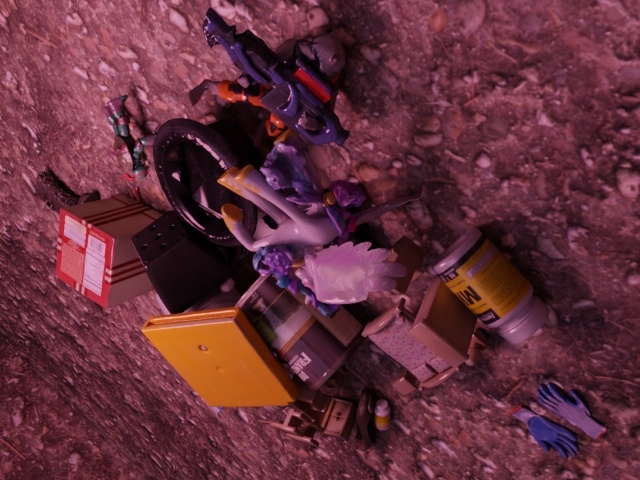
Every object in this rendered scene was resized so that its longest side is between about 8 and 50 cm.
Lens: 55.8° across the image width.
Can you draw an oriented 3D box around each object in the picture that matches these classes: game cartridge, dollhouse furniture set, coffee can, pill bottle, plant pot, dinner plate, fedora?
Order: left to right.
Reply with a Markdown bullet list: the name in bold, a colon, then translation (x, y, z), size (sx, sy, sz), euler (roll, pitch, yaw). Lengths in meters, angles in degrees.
- **plant pot**: translation (-0.360, 0.039, 1.507), size (0.188, 0.187, 0.167), euler (49, 172, 44)
- **fedora**: translation (-0.228, -0.151, 1.385), size (0.333, 0.152, 0.334), euler (25, 139, 24)
- **game cartridge**: translation (-0.236, 0.295, 1.476), size (0.285, 0.053, 0.324), euler (-9, 130, 28)
- **dinner plate**: translation (-0.145, -0.027, 1.515), size (0.141, 0.017, 0.141), euler (22, 132, 27)
- **coffee can**: translation (-0.046, 0.196, 1.466), size (0.275, 0.201, 0.201), euler (43, 138, 5)
- **dollhouse furniture set**: translation (-0.031, 0.439, 1.638), size (0.160, 0.212, 0.242), euler (1, 146, 39)
- **pill bottle**: translation (0.166, 0.462, 1.610), size (0.043, 0.043, 0.083), euler (16, 130, 30)
- **dollhouse furniture set**: translation (0.160, 0.217, 1.285), size (0.303, 0.174, 0.355), euler (39, 133, -5)
- **pill bottle**: translation (0.321, 0.088, 1.139), size (0.208, 0.119, 0.119), euler (46, 138, 2)

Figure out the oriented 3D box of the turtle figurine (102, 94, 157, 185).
- **turtle figurine**: translation (-0.478, -0.247, 1.557), size (0.175, 0.118, 0.234), euler (-12, 107, 44)

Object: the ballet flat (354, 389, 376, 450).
- **ballet flat**: translation (0.127, 0.496, 1.650), size (0.058, 0.084, 0.250), euler (9, 130, 12)

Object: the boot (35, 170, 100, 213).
- **boot**: translation (-0.828, -0.136, 1.942), size (0.229, 0.091, 0.263), euler (45, 140, 1)

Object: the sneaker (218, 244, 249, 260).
- **sneaker**: translation (-0.248, -0.030, 1.551), size (0.067, 0.078, 0.188), euler (-10, 113, 43)

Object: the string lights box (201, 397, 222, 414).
- **string lights box**: translation (-0.268, 0.431, 1.878), size (0.076, 0.133, 0.260), euler (43, 138, 4)

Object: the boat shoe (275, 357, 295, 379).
- **boat shoe**: translation (-0.116, 0.337, 1.740), size (0.183, 0.066, 0.066), euler (19, 121, 26)

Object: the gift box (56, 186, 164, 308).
- **gift box**: translation (-0.559, 0.007, 1.715), size (0.255, 0.258, 0.277), euler (30, 116, 21)

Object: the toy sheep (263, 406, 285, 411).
- **toy sheep**: translation (-0.132, 0.475, 1.839), size (0.132, 0.091, 0.091), euler (-32, 98, 43)

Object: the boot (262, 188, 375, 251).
- **boot**: translation (0.000, 0.000, 1.355), size (0.246, 0.094, 0.207), euler (-14, 107, 38)

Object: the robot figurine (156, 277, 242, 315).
- **robot figurine**: translation (-0.310, 0.186, 1.632), size (0.353, 0.199, 0.300), euler (49, 132, 34)

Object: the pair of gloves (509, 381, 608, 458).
- **pair of gloves**: translation (0.505, 0.384, 1.287), size (0.159, 0.023, 0.198), euler (37, 138, 11)

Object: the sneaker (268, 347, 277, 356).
- **sneaker**: translation (-0.181, 0.255, 1.712), size (0.211, 0.080, 0.081), euler (29, 137, 19)

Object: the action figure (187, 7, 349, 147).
- **action figure**: translation (-0.099, -0.320, 1.143), size (0.330, 0.179, 0.341), euler (-13, 137, 39)

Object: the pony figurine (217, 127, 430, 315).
- **pony figurine**: translation (-0.003, -0.023, 1.154), size (0.350, 0.303, 0.363), euler (-25, 112, 42)
